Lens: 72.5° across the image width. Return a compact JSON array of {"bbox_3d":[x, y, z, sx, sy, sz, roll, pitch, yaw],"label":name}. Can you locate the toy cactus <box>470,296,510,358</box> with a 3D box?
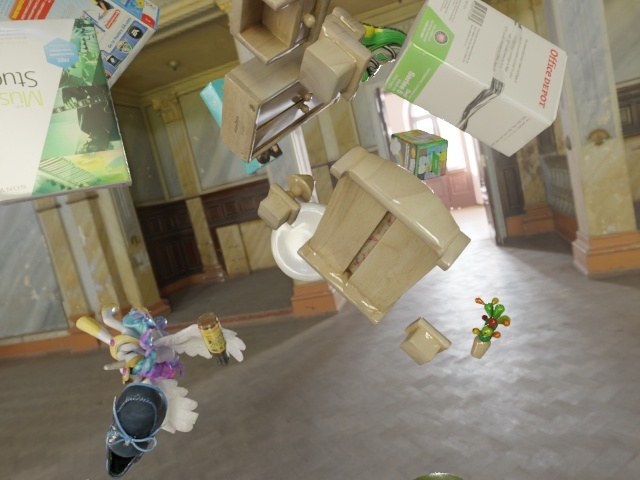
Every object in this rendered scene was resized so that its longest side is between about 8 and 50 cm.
[{"bbox_3d":[0.491,0.267,1.304,0.112,0.180,0.219,23,16,14],"label":"toy cactus"}]

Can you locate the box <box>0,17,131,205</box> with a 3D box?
[{"bbox_3d":[-0.514,-0.244,0.822,0.232,0.322,0.058,-14,5,-20],"label":"box"}]

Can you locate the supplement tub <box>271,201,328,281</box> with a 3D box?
[{"bbox_3d":[0.000,0.000,1.403,0.235,0.235,0.325,-12,-1,15],"label":"supplement tub"}]

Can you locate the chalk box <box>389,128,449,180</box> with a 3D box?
[{"bbox_3d":[0.353,-0.291,1.511,0.132,0.132,0.213,-15,34,-22],"label":"chalk box"}]

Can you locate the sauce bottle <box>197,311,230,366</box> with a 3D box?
[{"bbox_3d":[-0.206,0.198,0.860,0.042,0.128,0.042,-7,37,6],"label":"sauce bottle"}]

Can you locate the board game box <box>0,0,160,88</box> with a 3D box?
[{"bbox_3d":[-0.593,-0.515,1.020,0.308,0.086,0.302,-26,-36,35],"label":"board game box"}]

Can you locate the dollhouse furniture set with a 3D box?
[{"bbox_3d":[0.083,-0.076,0.461,0.174,0.355,0.303,-44,-8,-27],"label":"dollhouse furniture set"}]

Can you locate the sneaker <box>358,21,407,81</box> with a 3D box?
[{"bbox_3d":[0.132,-0.529,1.242,0.134,0.146,0.343,21,28,38],"label":"sneaker"}]

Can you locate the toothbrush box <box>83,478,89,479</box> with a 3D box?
[{"bbox_3d":[-0.725,0.719,1.077,0.283,0.122,0.206,-24,-4,26],"label":"toothbrush box"}]

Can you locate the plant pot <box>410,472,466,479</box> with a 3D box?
[{"bbox_3d":[0.257,0.622,0.750,0.366,0.366,0.353,-14,15,-6],"label":"plant pot"}]

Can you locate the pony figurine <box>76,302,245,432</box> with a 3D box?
[{"bbox_3d":[-0.429,0.300,1.138,0.351,0.303,0.363,35,-8,-41],"label":"pony figurine"}]

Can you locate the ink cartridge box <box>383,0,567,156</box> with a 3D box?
[{"bbox_3d":[0.281,-0.308,0.786,0.198,0.273,0.115,-65,6,-26],"label":"ink cartridge box"}]

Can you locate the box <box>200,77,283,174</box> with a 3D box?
[{"bbox_3d":[-0.206,-0.307,1.160,0.060,0.244,0.100,-20,15,46],"label":"box"}]

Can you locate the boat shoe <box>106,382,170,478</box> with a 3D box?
[{"bbox_3d":[-0.347,0.368,0.824,0.109,0.258,0.089,16,36,-7],"label":"boat shoe"}]
